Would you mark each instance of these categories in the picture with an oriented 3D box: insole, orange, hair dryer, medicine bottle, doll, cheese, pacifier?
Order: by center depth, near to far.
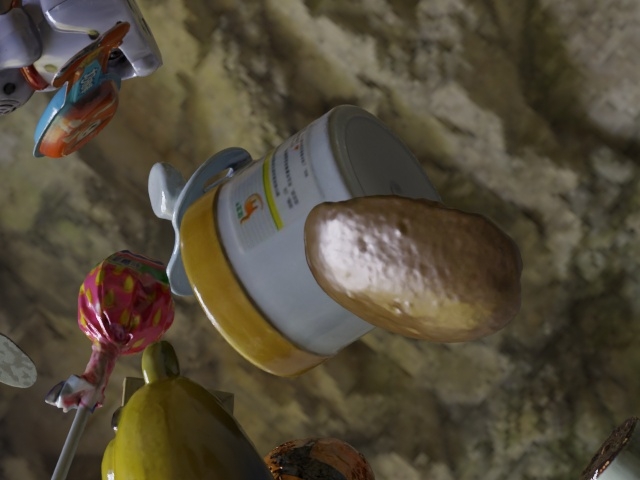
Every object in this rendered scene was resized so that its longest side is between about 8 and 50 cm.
[{"bbox_3d":[-0.214,-0.129,1.317,0.106,0.037,0.256,-42,-1,-19],"label":"cheese"},{"bbox_3d":[-0.082,0.343,1.448,0.161,0.348,0.423,-21,52,19],"label":"doll"},{"bbox_3d":[0.000,0.000,1.655,0.232,0.238,0.238,-34,7,24],"label":"medicine bottle"},{"bbox_3d":[-0.435,0.124,1.824,0.065,0.193,0.006,-47,18,24],"label":"insole"},{"bbox_3d":[0.387,0.415,1.877,0.362,0.203,0.128,-48,-5,-32],"label":"hair dryer"},{"bbox_3d":[-0.018,0.391,2.085,0.234,0.182,0.235,12,-90,-81],"label":"orange"},{"bbox_3d":[-0.203,-0.053,2.405,0.227,0.207,0.279,-38,-32,-46],"label":"pacifier"}]

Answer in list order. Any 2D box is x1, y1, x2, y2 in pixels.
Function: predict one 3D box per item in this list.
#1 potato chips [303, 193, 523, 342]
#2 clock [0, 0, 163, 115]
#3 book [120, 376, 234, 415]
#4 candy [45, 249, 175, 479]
[{"bbox_3d":[0.069,0.030,1.209,0.049,0.201,0.150,-45,-40,-42],"label":"potato chips"},{"bbox_3d":[-0.332,-0.234,1.713,0.253,0.189,0.189,-22,1,3],"label":"clock"},{"bbox_3d":[-0.195,0.300,1.963,0.026,0.161,0.231,124,153,-52],"label":"book"},{"bbox_3d":[-0.267,0.180,1.713,0.124,0.124,0.365,129,161,-65],"label":"candy"}]
